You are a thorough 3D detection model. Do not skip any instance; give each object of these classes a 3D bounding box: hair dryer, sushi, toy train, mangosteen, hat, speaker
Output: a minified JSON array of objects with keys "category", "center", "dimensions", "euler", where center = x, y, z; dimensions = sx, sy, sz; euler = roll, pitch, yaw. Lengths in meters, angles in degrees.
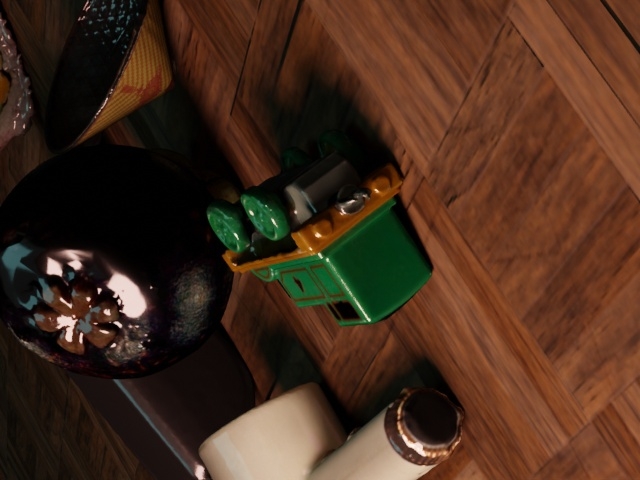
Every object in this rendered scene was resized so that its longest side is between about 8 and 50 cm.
[{"category":"hair dryer","center":[0.030,0.192,1.296],"dimensions":[0.203,0.128,0.362],"euler":[60,151,13]},{"category":"sushi","center":[-0.441,-0.205,1.842],"dimensions":[0.107,0.161,0.241],"euler":[39,148,50]},{"category":"toy train","center":[0.000,0.000,1.162],"dimensions":[0.136,0.091,0.228],"euler":[55,159,-6]},{"category":"mangosteen","center":[-0.176,0.011,1.379],"dimensions":[0.243,0.243,0.243],"euler":[49,154,34]},{"category":"hat","center":[-0.163,-0.150,1.364],"dimensions":[0.193,0.082,0.193],"euler":[-41,37,41]},{"category":"speaker","center":[-0.190,0.065,1.640],"dimensions":[0.388,0.184,0.180],"euler":[51,159,3]}]
